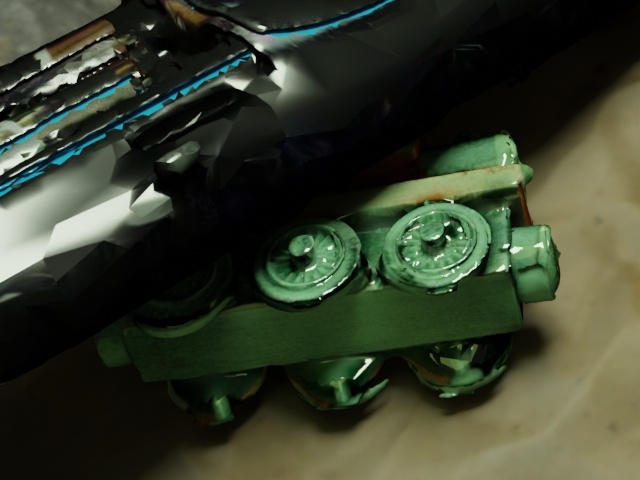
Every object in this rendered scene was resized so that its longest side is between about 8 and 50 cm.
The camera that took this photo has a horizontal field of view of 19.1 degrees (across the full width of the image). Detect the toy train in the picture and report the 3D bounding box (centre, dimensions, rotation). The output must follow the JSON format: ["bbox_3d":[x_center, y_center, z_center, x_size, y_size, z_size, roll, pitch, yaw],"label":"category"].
[{"bbox_3d":[0.000,0.000,0.708,0.176,0.074,0.118,-10,47,11],"label":"toy train"}]

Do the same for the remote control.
[{"bbox_3d":[-0.022,-0.070,0.702,0.398,0.062,0.144,-33,41,-28],"label":"remote control"}]
